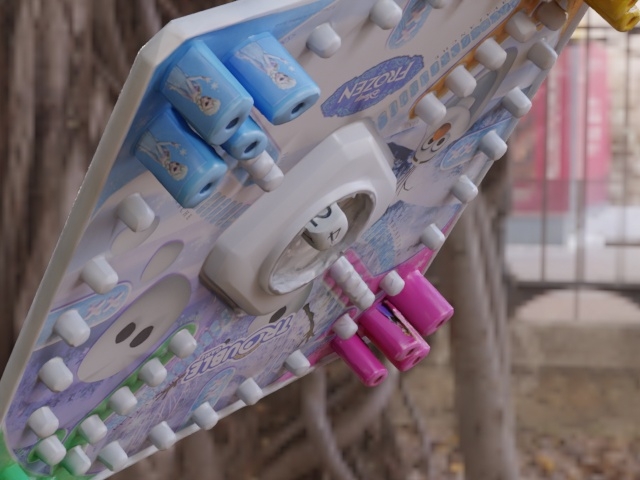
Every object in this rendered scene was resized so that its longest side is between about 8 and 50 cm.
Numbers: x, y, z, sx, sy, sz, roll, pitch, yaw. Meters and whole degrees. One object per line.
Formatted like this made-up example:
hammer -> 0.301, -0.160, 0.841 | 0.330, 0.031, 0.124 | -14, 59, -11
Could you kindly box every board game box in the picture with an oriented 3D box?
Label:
board game box -> 0.000, 0.000, 1.012 | 0.050, 0.390, 0.390 | 46, 43, 19
